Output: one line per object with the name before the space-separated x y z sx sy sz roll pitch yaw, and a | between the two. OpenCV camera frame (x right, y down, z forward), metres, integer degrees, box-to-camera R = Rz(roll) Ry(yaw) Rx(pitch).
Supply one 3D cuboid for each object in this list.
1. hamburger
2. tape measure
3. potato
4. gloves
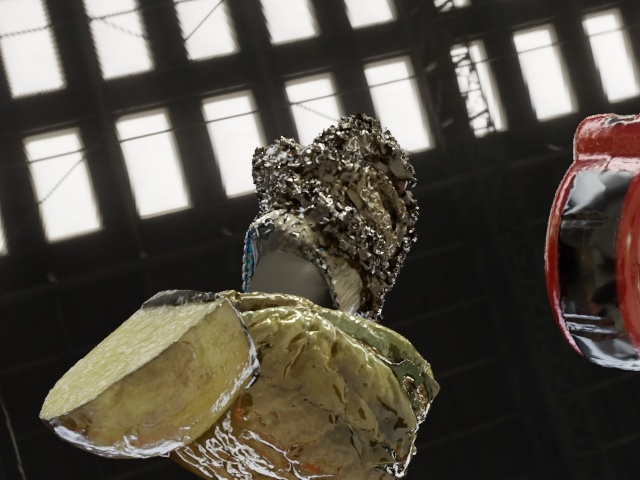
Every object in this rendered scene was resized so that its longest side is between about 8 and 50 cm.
hamburger | -0.030 0.113 0.730 0.206 0.183 0.130 20 -123 -21
tape measure | 0.336 0.010 1.166 0.253 0.114 0.261 39 -118 -43
potato | -0.088 0.080 0.576 0.103 0.096 0.066 -39 -75 -26
gloves | 0.004 -0.005 1.124 0.210 0.135 0.312 58 -146 -12
